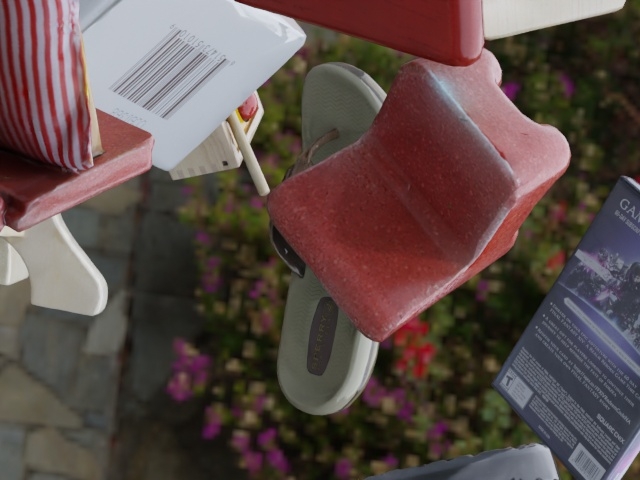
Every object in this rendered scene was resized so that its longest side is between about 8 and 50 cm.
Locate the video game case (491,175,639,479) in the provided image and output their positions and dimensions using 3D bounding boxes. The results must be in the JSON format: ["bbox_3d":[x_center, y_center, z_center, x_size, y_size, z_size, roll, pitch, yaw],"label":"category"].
[{"bbox_3d":[0.300,0.098,1.661,0.274,0.026,0.196,-60,-138,18],"label":"video game case"}]

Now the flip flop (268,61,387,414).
[{"bbox_3d":[0.000,0.000,1.259,0.112,0.080,0.277,16,-81,44],"label":"flip flop"}]

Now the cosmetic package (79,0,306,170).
[{"bbox_3d":[-0.206,-0.252,1.178,0.385,0.156,0.217,53,11,22],"label":"cosmetic package"}]

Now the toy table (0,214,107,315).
[{"bbox_3d":[-0.320,-0.027,1.547,0.274,0.252,0.160,-9,110,-71],"label":"toy table"}]

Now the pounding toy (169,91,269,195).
[{"bbox_3d":[-0.101,-0.122,1.527,0.141,0.100,0.130,-72,146,-55],"label":"pounding toy"}]

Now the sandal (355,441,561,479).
[{"bbox_3d":[-0.051,0.244,0.952,0.107,0.446,0.167,68,12,20],"label":"sandal"}]

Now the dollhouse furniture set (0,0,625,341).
[{"bbox_3d":[-0.084,-0.069,0.556,0.374,0.152,0.201,24,-49,44],"label":"dollhouse furniture set"}]
